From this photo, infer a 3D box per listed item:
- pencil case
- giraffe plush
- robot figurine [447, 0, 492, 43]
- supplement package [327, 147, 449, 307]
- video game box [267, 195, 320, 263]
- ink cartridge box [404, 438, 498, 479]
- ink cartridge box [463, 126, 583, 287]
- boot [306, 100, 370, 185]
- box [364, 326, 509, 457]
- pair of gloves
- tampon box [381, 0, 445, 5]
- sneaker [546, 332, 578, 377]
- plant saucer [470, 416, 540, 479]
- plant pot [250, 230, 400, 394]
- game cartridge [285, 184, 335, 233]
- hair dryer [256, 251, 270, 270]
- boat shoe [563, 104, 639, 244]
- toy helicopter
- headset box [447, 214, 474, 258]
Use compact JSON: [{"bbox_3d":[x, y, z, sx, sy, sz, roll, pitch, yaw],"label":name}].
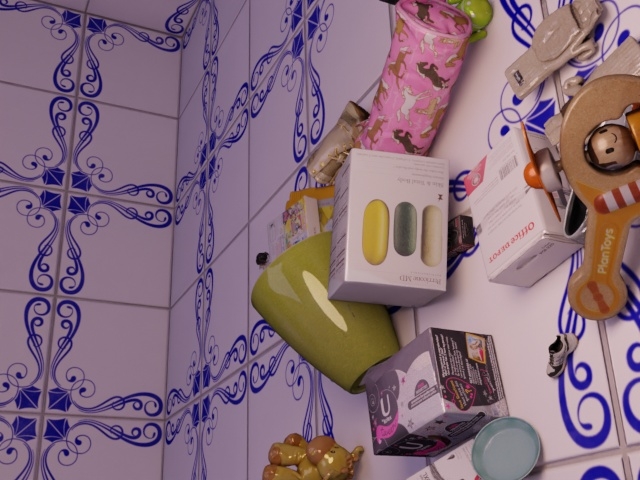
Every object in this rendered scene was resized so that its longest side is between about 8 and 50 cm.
[{"bbox_3d":[0.181,-0.304,1.618,0.160,0.167,0.386,-69,-2,-48],"label":"pencil case"},{"bbox_3d":[-0.001,0.509,1.780,0.170,0.210,0.181,-47,16,44],"label":"giraffe plush"},{"bbox_3d":[0.296,-0.446,1.584,0.115,0.067,0.101,-27,84,59],"label":"robot figurine"},{"bbox_3d":[0.132,-0.018,1.574,0.198,0.199,0.262,122,153,-73],"label":"supplement package"},{"bbox_3d":[-0.067,0.015,2.050,0.187,0.048,0.205,-35,54,49],"label":"video game box"},{"bbox_3d":[0.227,0.426,1.337,0.150,0.063,0.109,-33,37,3],"label":"ink cartridge box"},{"bbox_3d":[0.336,-0.052,1.326,0.158,0.092,0.217,129,144,-49],"label":"ink cartridge box"},{"bbox_3d":[0.061,-0.210,1.925,0.203,0.095,0.262,-51,29,17],"label":"boot"},{"bbox_3d":[0.201,0.285,1.445,0.247,0.142,0.163,130,142,-50],"label":"box"},{"bbox_3d":[0.415,-0.272,1.284,0.204,0.042,0.240,-55,40,34],"label":"pair of gloves"},{"bbox_3d":[0.216,-0.599,1.751,0.101,0.120,0.161,-154,74,-66],"label":"tampon box"},{"bbox_3d":[0.368,0.178,1.240,0.032,0.037,0.083,-125,47,-55],"label":"sneaker"},{"bbox_3d":[0.303,0.345,1.288,0.119,0.021,0.119,-24,40,22],"label":"plant saucer"},{"bbox_3d":[0.038,0.177,1.722,0.293,0.275,0.274,54,134,28],"label":"plant pot"},{"bbox_3d":[0.000,0.000,2.036,0.324,0.053,0.285,-5,77,53],"label":"game cartridge"},{"bbox_3d":[-0.081,0.073,2.268,0.223,0.080,0.293,65,147,19],"label":"hair dryer"},{"bbox_3d":[0.416,-0.101,1.173,0.079,0.081,0.227,-147,66,-63],"label":"boat shoe"},{"bbox_3d":[0.383,-0.051,1.094,0.140,0.235,0.355,-65,-22,-64],"label":"toy helicopter"},{"bbox_3d":[0.266,-0.009,1.539,0.083,0.032,0.062,141,133,-58],"label":"headset box"}]
